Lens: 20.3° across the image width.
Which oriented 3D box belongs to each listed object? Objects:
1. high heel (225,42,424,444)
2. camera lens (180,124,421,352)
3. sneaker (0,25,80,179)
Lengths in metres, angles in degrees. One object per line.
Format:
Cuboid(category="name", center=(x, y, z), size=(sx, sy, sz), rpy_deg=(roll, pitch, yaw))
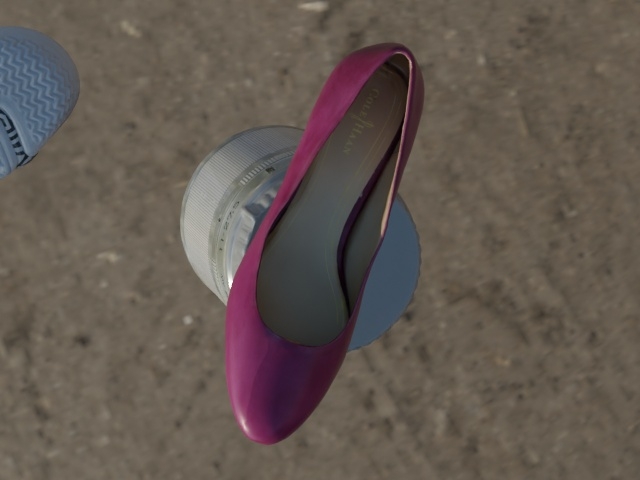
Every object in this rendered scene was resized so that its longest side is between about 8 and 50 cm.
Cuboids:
Cuboid(category="high heel", center=(0.000, 0.000, 1.635), size=(0.127, 0.181, 0.377), rpy_deg=(14, 79, -8))
Cuboid(category="camera lens", center=(-0.025, -0.004, 1.971), size=(0.274, 0.219, 0.219), rpy_deg=(-143, 51, -69))
Cuboid(category="sneaker", center=(-0.325, -0.145, 1.579), size=(0.366, 0.210, 0.137), rpy_deg=(-17, 120, 38))
